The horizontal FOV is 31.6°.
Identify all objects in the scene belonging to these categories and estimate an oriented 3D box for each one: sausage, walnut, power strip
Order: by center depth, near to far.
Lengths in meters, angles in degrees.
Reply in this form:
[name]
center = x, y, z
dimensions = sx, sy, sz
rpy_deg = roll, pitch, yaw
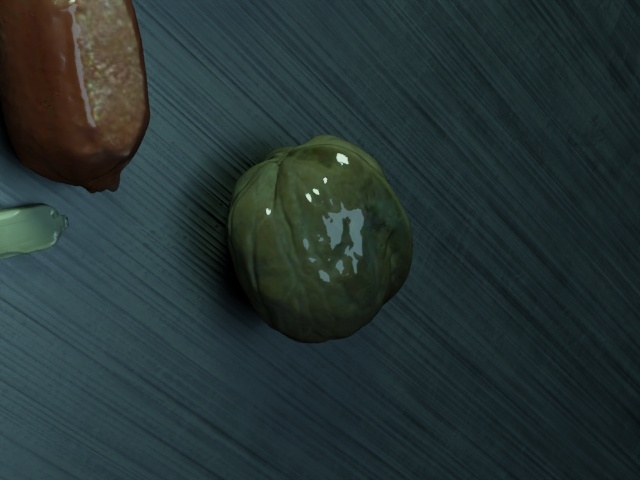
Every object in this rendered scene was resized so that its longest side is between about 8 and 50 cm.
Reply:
[sausage]
center = -0.237, -0.167, 1.063
dimensions = 0.148, 0.148, 0.254
rpy_deg = -19, 109, -36
[power strip]
center = -0.330, 0.000, 1.072
dimensions = 0.191, 0.030, 0.047
rpy_deg = -15, 106, -37
[walnut]
center = 0.000, 0.000, 1.236
dimensions = 0.224, 0.224, 0.224
rpy_deg = -5, 99, -38
